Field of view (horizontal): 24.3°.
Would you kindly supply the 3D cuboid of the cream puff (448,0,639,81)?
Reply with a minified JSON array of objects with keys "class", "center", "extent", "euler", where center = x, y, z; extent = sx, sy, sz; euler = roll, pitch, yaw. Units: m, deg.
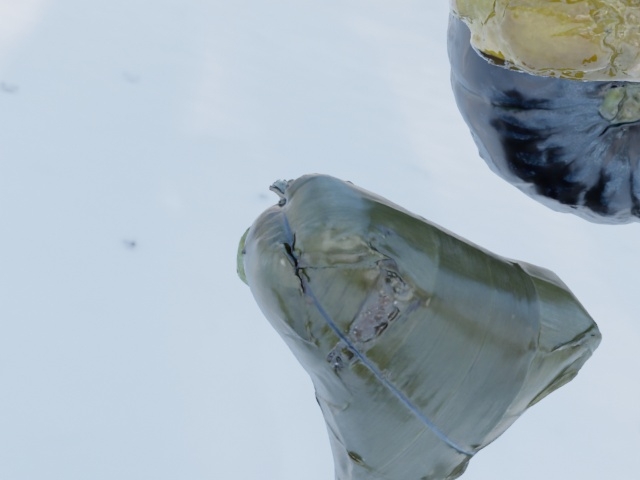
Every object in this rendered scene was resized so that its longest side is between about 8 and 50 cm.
[{"class":"cream puff","center":[0.181,-0.181,1.015],"extent":[0.189,0.129,0.189],"euler":[5,19,-2]}]

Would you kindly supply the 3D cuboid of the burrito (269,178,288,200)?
[{"class":"burrito","center":[0.001,-0.001,1.727],"extent":[0.171,0.042,0.051],"euler":[45,17,2]}]

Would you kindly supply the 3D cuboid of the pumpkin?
[{"class":"pumpkin","center":[0.302,-0.188,1.440],"extent":[0.363,0.363,0.266],"euler":[19,31,2]}]

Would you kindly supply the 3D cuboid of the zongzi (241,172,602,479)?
[{"class":"zongzi","center":[0.021,0.137,1.451],"extent":[0.356,0.393,0.174],"euler":[27,26,-30]}]

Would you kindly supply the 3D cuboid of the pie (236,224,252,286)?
[{"class":"pie","center":[-0.042,0.016,1.482],"extent":[0.085,0.085,0.017],"euler":[19,-15,5]}]
